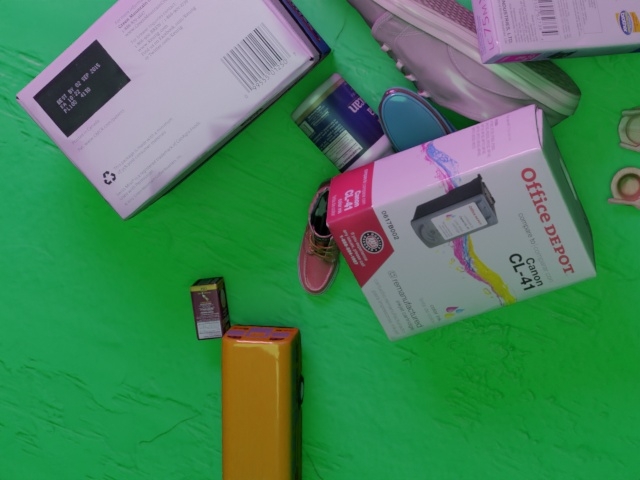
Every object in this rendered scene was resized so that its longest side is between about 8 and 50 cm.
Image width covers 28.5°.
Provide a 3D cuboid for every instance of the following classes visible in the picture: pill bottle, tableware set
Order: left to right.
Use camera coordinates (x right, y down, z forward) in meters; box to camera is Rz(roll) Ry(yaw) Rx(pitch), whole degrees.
[{"bbox_3d":[0.046,-0.147,1.792,0.094,0.094,0.169,-43,93,12],"label":"pill bottle"},{"bbox_3d":[0.483,-0.106,1.781,0.141,0.020,0.169,10,101,5],"label":"tableware set"}]

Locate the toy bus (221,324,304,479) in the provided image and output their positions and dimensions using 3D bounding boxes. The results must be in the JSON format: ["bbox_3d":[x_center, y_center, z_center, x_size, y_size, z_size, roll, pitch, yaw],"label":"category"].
[{"bbox_3d":[-0.085,0.294,1.869,0.108,0.130,0.333,2,100,7],"label":"toy bus"}]

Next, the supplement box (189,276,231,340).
[{"bbox_3d":[-0.164,0.101,1.883,0.043,0.055,0.083,-6,100,8],"label":"supplement box"}]

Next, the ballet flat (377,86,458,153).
[{"bbox_3d":[0.170,-0.128,1.778,0.083,0.087,0.247,-37,107,24],"label":"ballet flat"}]

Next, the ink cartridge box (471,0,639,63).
[{"bbox_3d":[0.347,-0.338,1.673,0.311,0.065,0.186,-7,84,-17],"label":"ink cartridge box"}]

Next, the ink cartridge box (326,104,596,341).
[{"bbox_3d":[0.191,-0.019,1.705,0.306,0.131,0.226,-19,119,19],"label":"ink cartridge box"}]

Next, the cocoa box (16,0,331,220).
[{"bbox_3d":[-0.192,-0.232,1.738,0.347,0.228,0.231,-39,94,12],"label":"cocoa box"}]

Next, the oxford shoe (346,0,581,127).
[{"bbox_3d":[0.143,-0.273,1.730,0.449,0.169,0.130,34,117,-2],"label":"oxford shoe"}]

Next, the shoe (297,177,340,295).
[{"bbox_3d":[0.000,0.000,1.830,0.063,0.081,0.178,13,101,5],"label":"shoe"}]
